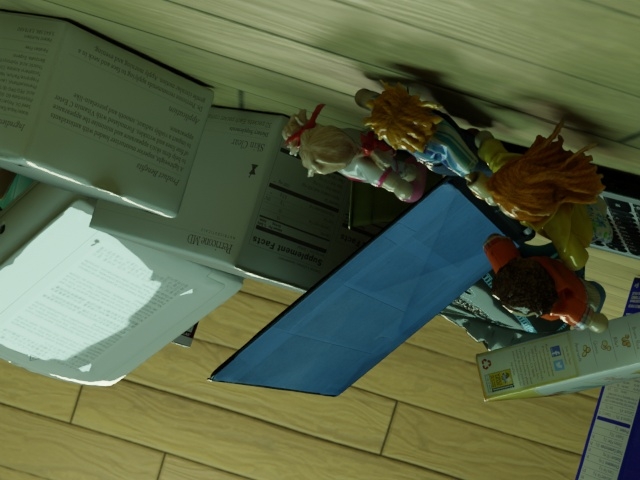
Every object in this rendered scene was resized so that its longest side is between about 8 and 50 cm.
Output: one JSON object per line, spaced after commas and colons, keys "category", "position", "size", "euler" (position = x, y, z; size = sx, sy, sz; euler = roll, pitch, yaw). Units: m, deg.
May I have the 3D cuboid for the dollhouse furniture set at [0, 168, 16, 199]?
{"category": "dollhouse furniture set", "position": [-0.382, -0.121, 1.654], "size": [0.262, 0.135, 0.259], "euler": [35, 179, -3]}

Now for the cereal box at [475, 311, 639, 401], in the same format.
{"category": "cereal box", "position": [0.274, 0.088, 1.178], "size": [0.240, 0.047, 0.173], "euler": [-17, 167, 31]}

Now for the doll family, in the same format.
{"category": "doll family", "position": [0.098, -0.047, 0.923], "size": [0.263, 0.118, 0.163], "euler": [35, -169, 23]}

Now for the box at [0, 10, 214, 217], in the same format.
{"category": "box", "position": [-0.222, -0.109, 1.193], "size": [0.182, 0.119, 0.181], "euler": [14, 175, 39]}

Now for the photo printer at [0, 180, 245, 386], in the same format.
{"category": "photo printer", "position": [-0.268, 0.046, 1.598], "size": [0.256, 0.107, 0.307], "euler": [29, 129, -34]}

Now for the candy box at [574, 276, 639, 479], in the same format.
{"category": "candy box", "position": [0.464, 0.232, 1.650], "size": [0.268, 0.317, 0.122], "euler": [17, 177, -12]}

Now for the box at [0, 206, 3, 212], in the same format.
{"category": "box", "position": [-0.340, 0.051, 1.753], "size": [0.232, 0.058, 0.087], "euler": [46, 174, -28]}

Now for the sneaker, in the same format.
{"category": "sneaker", "position": [0.120, 0.015, 1.526], "size": [0.341, 0.140, 0.125], "euler": [15, -150, 3]}

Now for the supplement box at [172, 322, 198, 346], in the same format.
{"category": "supplement box", "position": [-0.170, 0.007, 1.786], "size": [0.073, 0.239, 0.130], "euler": [20, 176, -16]}

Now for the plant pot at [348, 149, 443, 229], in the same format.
{"category": "plant pot", "position": [0.066, -0.048, 1.218], "size": [0.079, 0.083, 0.083], "euler": [4, 176, 2]}

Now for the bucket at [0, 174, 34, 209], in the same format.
{"category": "bucket", "position": [-0.397, -0.084, 1.920], "size": [0.281, 0.183, 0.281], "euler": [18, 175, 2]}

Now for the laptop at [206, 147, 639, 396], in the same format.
{"category": "laptop", "position": [0.182, 0.074, 1.196], "size": [0.408, 0.236, 0.382], "euler": [16, 177, 17]}

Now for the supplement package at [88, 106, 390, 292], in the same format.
{"category": "supplement package", "position": [-0.064, -0.036, 1.391], "size": [0.204, 0.145, 0.262], "euler": [20, 175, -40]}
